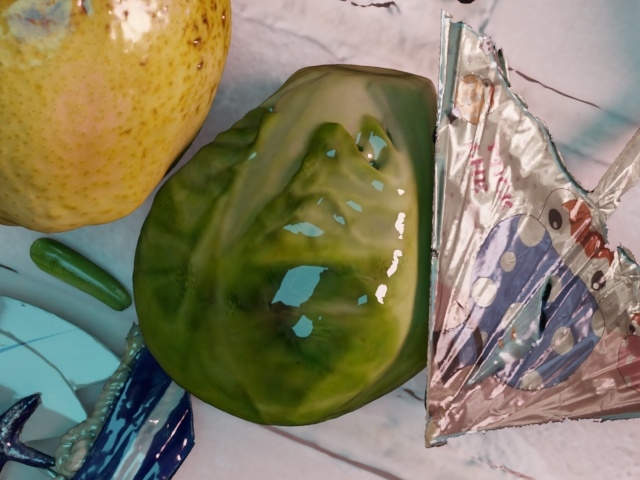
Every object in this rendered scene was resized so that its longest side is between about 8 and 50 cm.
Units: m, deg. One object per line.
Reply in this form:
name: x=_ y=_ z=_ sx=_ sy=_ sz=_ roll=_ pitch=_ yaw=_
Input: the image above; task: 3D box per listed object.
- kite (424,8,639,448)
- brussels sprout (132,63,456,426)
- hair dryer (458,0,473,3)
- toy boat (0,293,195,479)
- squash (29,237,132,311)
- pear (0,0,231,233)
kite: x=0.176 y=0.008 z=1.334 sx=0.368 sy=0.014 sz=0.406 roll=-51 pitch=118 yaw=-23
brussels sprout: x=0.000 y=0.000 z=1.338 sx=0.219 sy=0.210 sz=0.271 roll=21 pitch=92 yaw=25
hair dryer: x=0.036 y=-0.325 z=1.357 sx=0.189 sy=0.107 sz=0.344 roll=-19 pitch=103 yaw=12
toy boat: x=-0.240 y=0.141 z=1.441 sx=0.291 sy=0.070 sz=0.210 roll=11 pitch=92 yaw=6
squash: x=-0.182 y=0.026 z=1.442 sx=0.089 sy=0.027 sz=0.027 roll=29 pitch=97 yaw=-2
pear: x=-0.188 y=-0.136 z=1.312 sx=0.271 sy=0.271 sz=0.271 roll=0 pitch=96 yaw=4
